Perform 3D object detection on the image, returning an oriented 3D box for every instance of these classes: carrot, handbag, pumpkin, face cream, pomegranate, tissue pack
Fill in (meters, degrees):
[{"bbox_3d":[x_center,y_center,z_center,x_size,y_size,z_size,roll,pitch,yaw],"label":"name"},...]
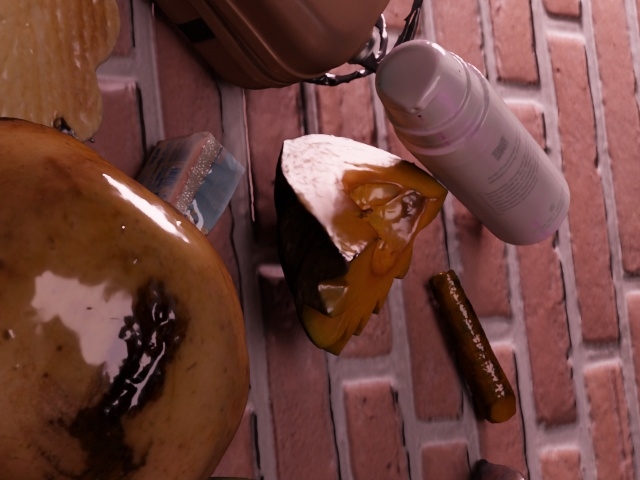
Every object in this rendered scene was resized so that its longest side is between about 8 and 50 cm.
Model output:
[{"bbox_3d":[0.153,0.106,1.832,0.042,0.042,0.170,-36,106,-47],"label":"carrot"},{"bbox_3d":[-0.008,-0.264,1.654,0.283,0.149,0.302,51,46,-25],"label":"handbag"},{"bbox_3d":[0.000,0.000,1.654,0.149,0.130,0.254,32,28,11],"label":"pumpkin"},{"bbox_3d":[0.146,-0.095,1.753,0.345,0.102,0.102,41,51,-57],"label":"face cream"},{"bbox_3d":[-0.203,0.067,1.235,0.322,0.322,0.322,14,71,-46],"label":"pomegranate"},{"bbox_3d":[-0.120,-0.039,1.527,0.059,0.074,0.094,50,51,-33],"label":"tissue pack"}]

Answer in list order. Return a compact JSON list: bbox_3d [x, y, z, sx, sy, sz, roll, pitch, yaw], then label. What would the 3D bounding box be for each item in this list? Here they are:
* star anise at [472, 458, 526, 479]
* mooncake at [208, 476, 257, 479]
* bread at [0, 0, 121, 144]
[{"bbox_3d":[0.174,0.305,1.703,0.315,0.315,0.108,-3,125,-49],"label":"star anise"},{"bbox_3d":[-0.098,0.351,1.378,0.351,0.187,0.351,17,67,-44],"label":"mooncake"},{"bbox_3d":[-0.281,-0.181,1.391,0.316,0.054,0.316,13,73,-47],"label":"bread"}]
